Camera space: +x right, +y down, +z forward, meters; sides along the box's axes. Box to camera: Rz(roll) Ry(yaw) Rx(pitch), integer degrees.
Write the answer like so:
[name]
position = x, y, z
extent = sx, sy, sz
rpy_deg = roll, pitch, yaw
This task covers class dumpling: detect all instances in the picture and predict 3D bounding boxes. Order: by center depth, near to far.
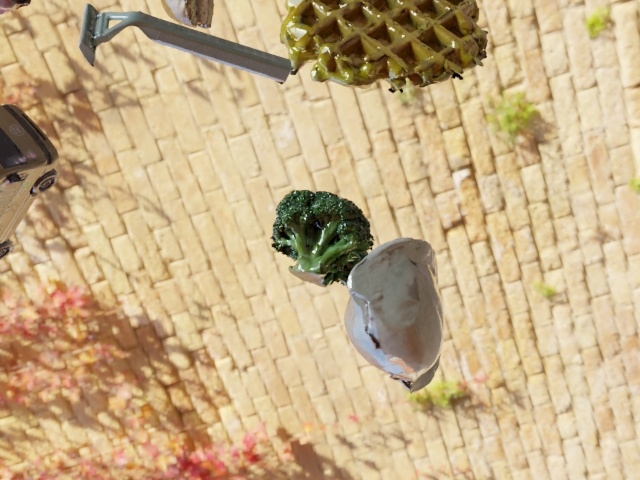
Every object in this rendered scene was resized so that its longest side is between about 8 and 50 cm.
[dumpling]
position = 0.140, 0.116, 1.427
extent = 0.227, 0.175, 0.243
rpy_deg = -56, -17, -33

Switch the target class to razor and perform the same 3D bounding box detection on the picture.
[razor]
position = -0.172, -0.258, 1.117
extent = 0.111, 0.277, 0.056
rpy_deg = -102, 25, -48

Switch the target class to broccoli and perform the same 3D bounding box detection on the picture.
[broccoli]
position = 0.000, 0.000, 1.433
extent = 0.195, 0.195, 0.156
rpy_deg = 63, -142, -60

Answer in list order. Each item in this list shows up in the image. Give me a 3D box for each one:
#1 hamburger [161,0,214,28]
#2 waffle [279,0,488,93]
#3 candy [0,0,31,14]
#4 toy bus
[hamburger]
position = -0.294, -0.597, 1.831
extent = 0.124, 0.130, 0.262
rpy_deg = -29, -51, -67
[waffle]
position = 0.114, -0.409, 1.540
extent = 0.095, 0.379, 0.382
rpy_deg = 97, 171, -51
[candy]
position = -0.431, -0.287, 0.872
extent = 0.115, 0.265, 0.156
rpy_deg = -23, -75, -51
[toy bus]
position = -0.529, -0.065, 1.278
extent = 0.139, 0.289, 0.157
rpy_deg = 48, -152, 7
